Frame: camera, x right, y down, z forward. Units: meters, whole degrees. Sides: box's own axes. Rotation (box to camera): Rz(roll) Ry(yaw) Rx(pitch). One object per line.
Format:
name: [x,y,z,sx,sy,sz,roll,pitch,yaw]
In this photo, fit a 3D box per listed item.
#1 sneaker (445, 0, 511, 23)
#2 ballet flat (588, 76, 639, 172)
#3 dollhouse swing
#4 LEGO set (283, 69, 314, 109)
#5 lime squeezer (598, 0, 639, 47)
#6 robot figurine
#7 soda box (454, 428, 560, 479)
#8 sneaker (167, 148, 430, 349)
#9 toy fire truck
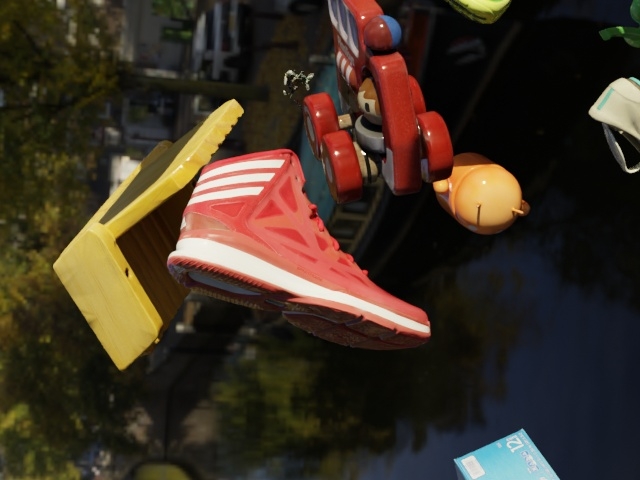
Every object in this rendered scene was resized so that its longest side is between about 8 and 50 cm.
sneaker: [0.194,-0.465,1.552,0.123,0.295,0.109,-48,-12,5]
ballet flat: [0.433,-0.102,1.260,0.086,0.248,0.086,-39,21,18]
dollhouse swing: [-0.228,-0.018,1.686,0.315,0.305,0.347,63,-156,-22]
LEGO set: [-0.037,-0.241,1.532,0.023,0.054,0.083,56,161,36]
lime squeezer: [0.522,-0.388,1.629,0.059,0.110,0.310,-35,20,50]
robot figurine: [0.282,-0.085,1.767,0.158,0.128,0.219,54,-179,-21]
soda box: [0.183,0.252,0.761,0.210,0.067,0.071,-122,13,-48]
sneaker: [0.000,0.000,0.762,0.087,0.221,0.128,-22,51,55]
toy fire truck: [0.070,-0.209,1.358,0.302,0.169,0.254,-112,11,-55]
